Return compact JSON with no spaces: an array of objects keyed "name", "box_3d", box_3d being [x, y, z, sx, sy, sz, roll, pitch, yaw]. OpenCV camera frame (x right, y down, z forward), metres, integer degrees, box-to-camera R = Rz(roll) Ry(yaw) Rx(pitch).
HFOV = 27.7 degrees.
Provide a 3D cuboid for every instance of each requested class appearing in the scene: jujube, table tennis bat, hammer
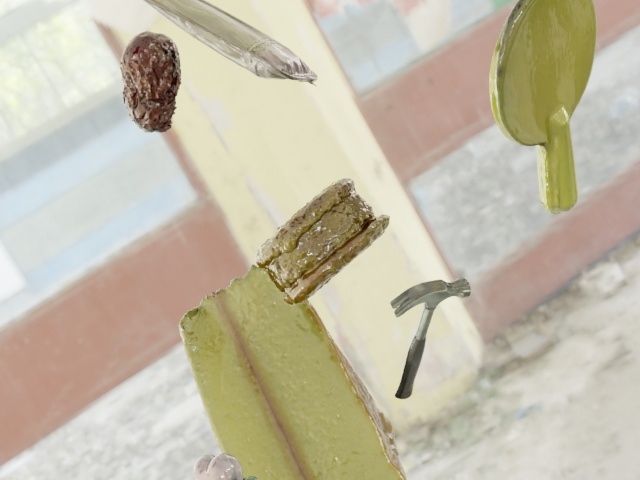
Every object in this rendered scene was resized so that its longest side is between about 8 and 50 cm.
[{"name":"jujube","box_3d":[-0.276,-0.256,2.088,0.104,0.166,0.104,9,21,-3]},{"name":"table tennis bat","box_3d":[0.309,-0.187,1.747,0.054,0.368,0.224,24,54,38]},{"name":"hammer","box_3d":[0.130,0.144,1.794,0.103,0.246,0.029,-6,48,-19]}]

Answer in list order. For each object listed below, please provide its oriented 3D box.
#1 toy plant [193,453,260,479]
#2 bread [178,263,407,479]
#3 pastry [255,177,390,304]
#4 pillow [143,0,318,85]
[{"name":"toy plant","box_3d":[-0.084,0.348,1.387,0.112,0.232,0.243,-15,-31,-36]},{"name":"bread","box_3d":[-0.061,0.240,1.908,0.233,0.361,0.245,-30,16,5]},{"name":"pastry","box_3d":[0.000,0.000,1.793,0.189,0.103,0.189,-41,-1,-1]},{"name":"pillow","box_3d":[-0.108,-0.224,1.365,0.038,0.233,0.130,-62,-12,16]}]
